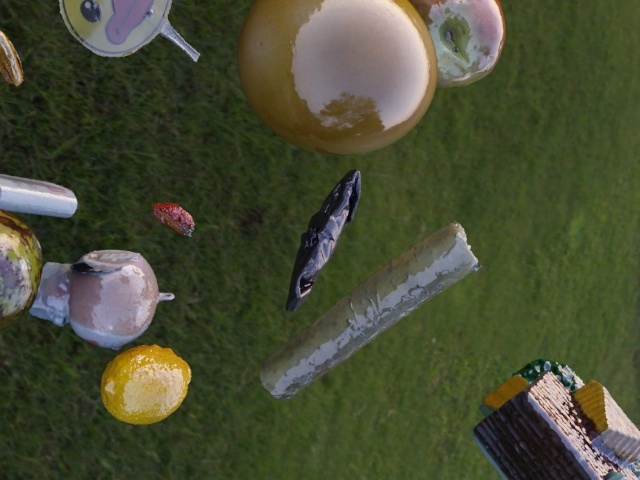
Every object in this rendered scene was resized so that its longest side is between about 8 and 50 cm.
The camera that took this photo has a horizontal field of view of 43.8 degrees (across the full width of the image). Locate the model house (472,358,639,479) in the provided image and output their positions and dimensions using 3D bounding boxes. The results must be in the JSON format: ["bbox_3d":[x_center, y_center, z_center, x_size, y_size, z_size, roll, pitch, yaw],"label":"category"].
[{"bbox_3d":[0.399,0.319,1.256,0.230,0.280,0.249,-35,164,-11],"label":"model house"}]

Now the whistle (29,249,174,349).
[{"bbox_3d":[-0.434,0.102,1.402,0.348,0.189,0.189,5,103,-7],"label":"whistle"}]

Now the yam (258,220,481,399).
[{"bbox_3d":[0.062,0.104,1.135,0.371,0.083,0.083,-37,141,21],"label":"yam"}]

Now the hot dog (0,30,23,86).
[{"bbox_3d":[-0.556,-0.329,1.409,0.041,0.056,0.133,-52,156,-28],"label":"hot dog"}]

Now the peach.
[{"bbox_3d":[0.237,-0.390,1.509,0.235,0.214,0.214,-79,177,-79],"label":"peach"}]

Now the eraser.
[{"bbox_3d":[-0.728,-0.113,1.913,0.227,0.174,0.081,7,97,-58],"label":"eraser"}]

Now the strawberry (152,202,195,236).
[{"bbox_3d":[-0.383,-0.062,2.085,0.048,0.152,0.104,-46,149,-20],"label":"strawberry"}]

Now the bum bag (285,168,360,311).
[{"bbox_3d":[0.000,0.000,1.543,0.310,0.074,0.137,-63,179,-16],"label":"bum bag"}]

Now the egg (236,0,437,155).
[{"bbox_3d":[0.031,-0.241,1.102,0.322,0.250,0.250,8,98,-55],"label":"egg"}]

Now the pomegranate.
[{"bbox_3d":[-0.490,0.015,1.059,0.222,0.204,0.276,4,145,-13],"label":"pomegranate"}]

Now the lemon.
[{"bbox_3d":[-0.314,0.259,1.438,0.187,0.142,0.142,-4,106,-50],"label":"lemon"}]

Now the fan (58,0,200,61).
[{"bbox_3d":[-0.297,-0.388,1.293,0.335,0.011,0.229,36,78,-55],"label":"fan"}]
